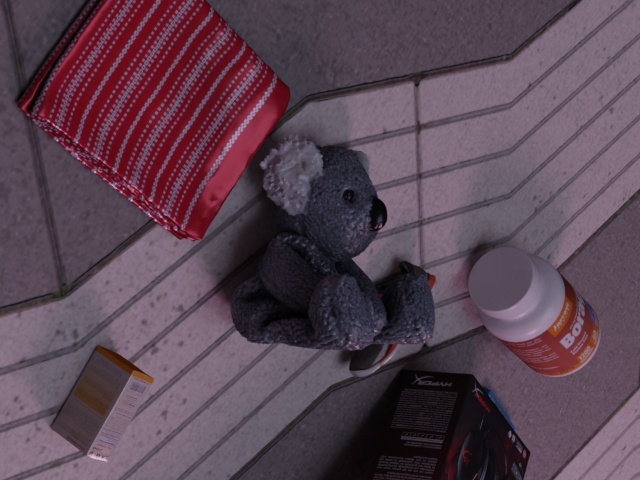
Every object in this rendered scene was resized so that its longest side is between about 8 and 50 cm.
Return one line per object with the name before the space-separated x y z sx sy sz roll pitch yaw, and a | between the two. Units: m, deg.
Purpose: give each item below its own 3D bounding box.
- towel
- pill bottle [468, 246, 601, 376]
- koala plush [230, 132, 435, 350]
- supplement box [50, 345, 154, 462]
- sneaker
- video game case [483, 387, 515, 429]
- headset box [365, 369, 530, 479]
towel | -0.147 -0.135 1.373 0.199 0.031 0.275 -57 140 -8
pill bottle | 0.281 0.092 1.893 0.121 0.121 0.216 -58 141 -5
koala plush | 0.000 0.000 1.525 0.196 0.203 0.221 1 90 -57
supplement box | -0.220 0.165 1.440 0.036 0.062 0.098 32 87 -52
sneaker | 0.074 0.091 1.735 0.065 0.061 0.158 40 79 -23
video game case | 0.206 0.301 2.016 0.166 0.015 0.119 -50 139 -14
headset box | 0.149 0.345 1.815 0.218 0.110 0.293 52 49 -43
